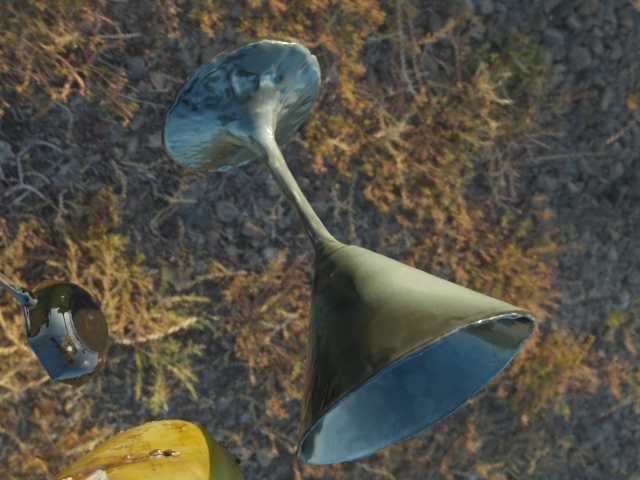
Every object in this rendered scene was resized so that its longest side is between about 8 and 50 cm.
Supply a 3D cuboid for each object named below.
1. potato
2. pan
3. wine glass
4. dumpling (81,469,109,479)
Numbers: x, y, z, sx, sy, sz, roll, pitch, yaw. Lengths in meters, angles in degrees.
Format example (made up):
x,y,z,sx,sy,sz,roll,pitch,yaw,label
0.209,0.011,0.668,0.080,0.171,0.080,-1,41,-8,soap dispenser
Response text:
x,y,z,sx,sy,sz,roll,pitch,yaw,label
-0.163,0.245,0.789,0.172,0.140,0.300,-20,175,13,potato
-0.312,0.095,0.999,0.048,0.128,0.202,-23,155,16,pan
0.000,0.000,0.894,0.267,0.406,0.267,-26,153,-14,wine glass
-0.180,0.202,0.460,0.176,0.092,0.150,-32,142,-10,dumpling
